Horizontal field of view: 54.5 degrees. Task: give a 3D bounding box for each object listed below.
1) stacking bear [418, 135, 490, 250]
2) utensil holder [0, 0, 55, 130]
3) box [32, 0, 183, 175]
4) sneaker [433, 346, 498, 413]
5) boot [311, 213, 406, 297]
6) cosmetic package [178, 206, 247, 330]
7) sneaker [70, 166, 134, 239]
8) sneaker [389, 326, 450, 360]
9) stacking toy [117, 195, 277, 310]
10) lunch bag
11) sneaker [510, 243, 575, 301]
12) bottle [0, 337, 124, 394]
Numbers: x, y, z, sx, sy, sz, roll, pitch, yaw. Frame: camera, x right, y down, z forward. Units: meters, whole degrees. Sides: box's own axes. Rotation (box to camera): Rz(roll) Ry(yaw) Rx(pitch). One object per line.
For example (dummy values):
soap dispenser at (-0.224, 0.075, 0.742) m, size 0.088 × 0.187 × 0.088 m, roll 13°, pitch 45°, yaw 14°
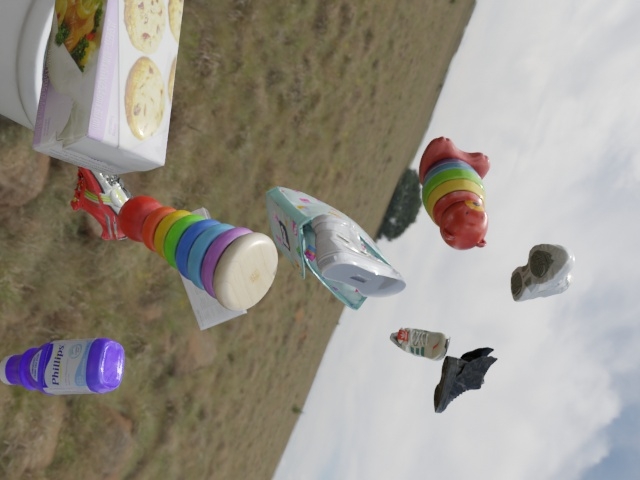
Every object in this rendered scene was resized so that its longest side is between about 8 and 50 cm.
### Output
stacking bear at (0.328, -0.092, 1.492) m, size 0.289 × 0.175 × 0.164 m, roll -89°, pitch -156°, yaw -52°
utensil holder at (-0.480, -0.358, 0.988) m, size 0.328 × 0.385 × 0.328 m, roll -60°, pitch 168°, yaw -22°
box at (-0.137, -0.210, 0.444) m, size 0.067 × 0.063 × 0.324 m, roll 22°, pitch 69°, yaw -55°
sneaker at (0.275, 0.273, 1.197) m, size 0.051 × 0.089 × 0.170 m, roll -86°, pitch -178°, yaw -58°
boot at (0.079, 0.028, 1.223) m, size 0.258 × 0.095 × 0.123 m, roll 28°, pitch 43°, yaw -51°
cosmetic package at (-0.245, 0.060, 1.314) m, size 0.060 × 0.098 × 0.239 m, roll 87°, pitch -18°, yaw -85°
sneaker at (-0.502, -0.114, 1.365) m, size 0.107 × 0.118 × 0.279 m, roll -103°, pitch 172°, yaw -63°
sneaker at (0.201, 0.211, 1.293) m, size 0.161 × 0.075 × 0.057 m, roll -18°, pitch -128°, yaw 67°
stacking toy at (-0.240, 0.004, 1.126) m, size 0.141 × 0.330 × 0.141 m, roll -35°, pitch 136°, yaw -41°
lunch bag at (0.000, 0.000, 1.358) m, size 0.160 × 0.262 × 0.223 m, roll -48°, pitch -148°, yaw 4°
sneaker at (0.501, 0.067, 1.343) m, size 0.232 × 0.115 × 0.090 m, roll 107°, pitch -18°, yaw -69°
bottle at (-0.574, 0.280, 1.372) m, size 0.092 × 0.282 × 0.118 m, roll 47°, pitch 41°, yaw -63°
